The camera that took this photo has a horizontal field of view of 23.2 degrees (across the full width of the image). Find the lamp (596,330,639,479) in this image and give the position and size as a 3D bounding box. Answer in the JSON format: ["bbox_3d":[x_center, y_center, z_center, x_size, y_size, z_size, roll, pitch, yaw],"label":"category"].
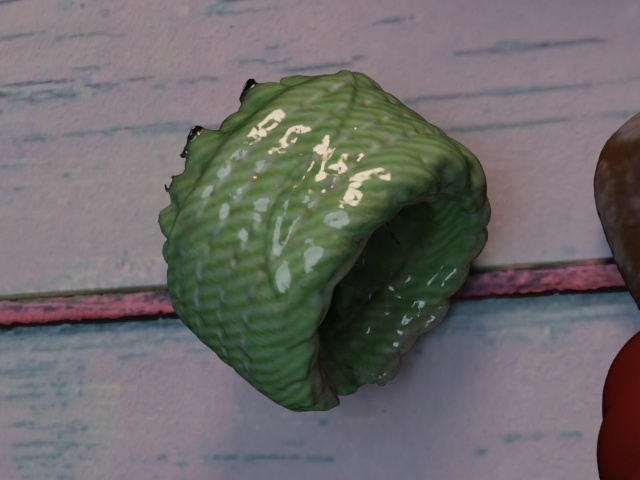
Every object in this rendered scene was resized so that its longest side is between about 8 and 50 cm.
[{"bbox_3d":[0.271,0.122,0.895,0.227,0.227,0.227,-3,83,27],"label":"lamp"}]

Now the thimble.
[{"bbox_3d":[0.000,0.000,1.043,0.150,0.219,0.219,37,101,27],"label":"thimble"}]

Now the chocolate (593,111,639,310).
[{"bbox_3d":[0.288,-0.046,0.969,0.254,0.080,0.157,-25,74,23],"label":"chocolate"}]
